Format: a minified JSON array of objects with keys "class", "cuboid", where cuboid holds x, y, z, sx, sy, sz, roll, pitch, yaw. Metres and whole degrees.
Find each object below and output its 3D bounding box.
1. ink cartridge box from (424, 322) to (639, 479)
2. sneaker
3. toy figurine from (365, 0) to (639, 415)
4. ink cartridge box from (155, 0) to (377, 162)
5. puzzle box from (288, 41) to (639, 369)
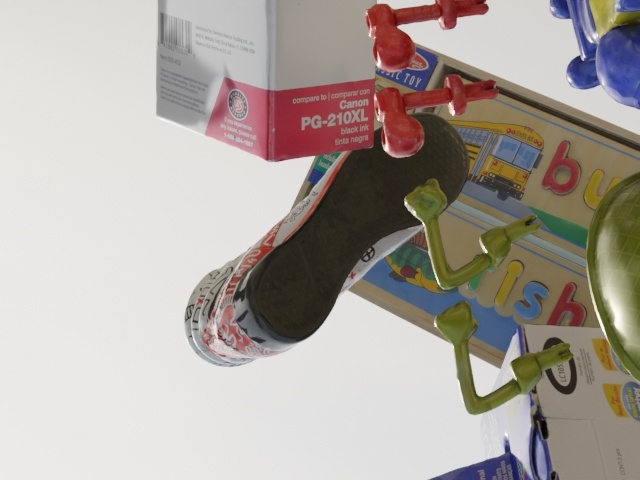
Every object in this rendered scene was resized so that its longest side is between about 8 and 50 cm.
[{"class":"ink cartridge box","cuboid":[0.287,0.211,1.290,0.395,0.151,0.270,4,-134,-10]},{"class":"sneaker","cuboid":[-0.001,-0.001,1.308,0.090,0.145,0.270,50,-124,-9]},{"class":"toy figurine","cuboid":[0.130,-0.112,0.786,0.191,0.362,0.217,-7,162,-6]},{"class":"ink cartridge box","cuboid":[-0.043,-0.195,1.210,0.100,0.237,0.172,-10,-160,-33]},{"class":"puzzle box","cuboid":[0.169,-0.028,1.667,0.409,0.272,0.052,26,-178,30]}]
